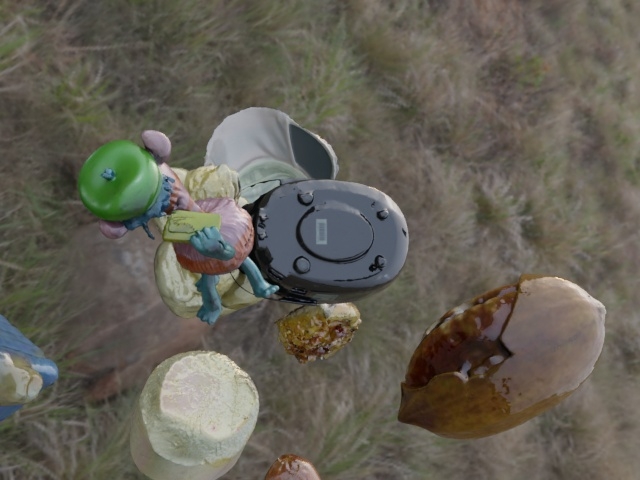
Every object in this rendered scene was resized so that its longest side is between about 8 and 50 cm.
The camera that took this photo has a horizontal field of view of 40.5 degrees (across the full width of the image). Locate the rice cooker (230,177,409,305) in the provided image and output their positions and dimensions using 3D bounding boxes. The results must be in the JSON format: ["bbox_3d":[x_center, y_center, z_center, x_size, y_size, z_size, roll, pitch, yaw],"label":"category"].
[{"bbox_3d":[-0.001,0.000,0.951,0.203,0.118,0.142,1,82,-11],"label":"rice cooker"}]

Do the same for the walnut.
[{"bbox_3d":[0.150,0.105,0.750,0.116,0.207,0.116,44,22,-23],"label":"walnut"}]

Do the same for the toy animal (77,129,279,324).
[{"bbox_3d":[-0.101,-0.002,0.691,0.100,0.103,0.208,-43,144,-10],"label":"toy animal"}]

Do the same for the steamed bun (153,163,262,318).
[{"bbox_3d":[-0.121,0.009,1.061,0.192,0.106,0.177,56,29,-60],"label":"steamed bun"}]

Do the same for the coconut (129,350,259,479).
[{"bbox_3d":[-0.244,0.347,1.665,0.239,0.244,0.239,11,53,-15],"label":"coconut"}]

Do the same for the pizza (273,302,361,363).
[{"bbox_3d":[-0.001,0.174,1.632,0.305,0.161,0.085,98,-25,-73],"label":"pizza"}]

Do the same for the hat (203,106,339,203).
[{"bbox_3d":[-0.096,-0.079,1.397,0.232,0.161,0.275,-29,123,-16],"label":"hat"}]

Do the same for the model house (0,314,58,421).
[{"bbox_3d":[-0.449,0.179,0.730,0.334,0.342,0.382,51,38,-65],"label":"model house"}]

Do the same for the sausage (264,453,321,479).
[{"bbox_3d":[-0.010,0.357,1.061,0.076,0.076,0.197,-15,79,-56],"label":"sausage"}]
